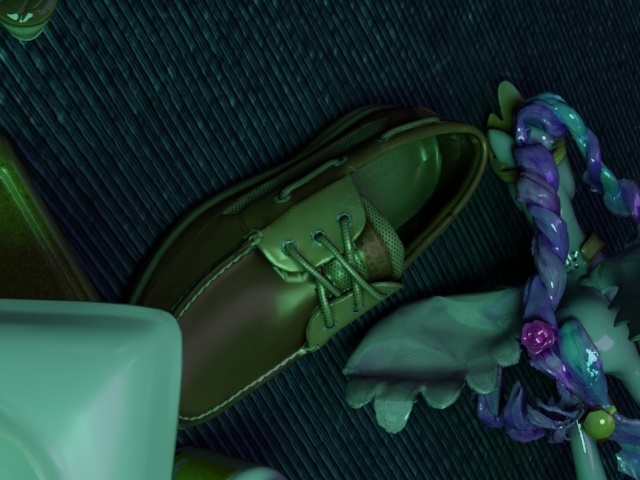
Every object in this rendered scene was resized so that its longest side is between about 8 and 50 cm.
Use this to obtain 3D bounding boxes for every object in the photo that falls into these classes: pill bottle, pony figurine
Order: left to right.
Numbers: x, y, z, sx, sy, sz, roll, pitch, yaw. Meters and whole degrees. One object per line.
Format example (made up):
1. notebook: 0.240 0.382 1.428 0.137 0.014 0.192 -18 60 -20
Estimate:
1. pill bottle: -0.056 0.172 0.651 0.065 0.116 0.065 0 90 -42
2. pony figurine: 0.207 0.073 0.821 0.364 0.302 0.351 64 21 -18

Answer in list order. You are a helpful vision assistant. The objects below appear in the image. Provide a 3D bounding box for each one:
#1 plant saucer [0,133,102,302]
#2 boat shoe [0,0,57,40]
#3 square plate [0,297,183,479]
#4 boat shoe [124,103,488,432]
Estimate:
1. plant saucer: -0.193 0.042 0.526 0.188 0.045 0.188 -31 91 -41
2. boat shoe: -0.177 -0.196 0.591 0.056 0.048 0.153 -7 89 -16
3. square plate: -0.240 0.186 0.399 0.347 0.049 0.344 4 87 -4
4. boat shoe: 0.000 0.000 0.697 0.324 0.120 0.123 -46 119 -32
